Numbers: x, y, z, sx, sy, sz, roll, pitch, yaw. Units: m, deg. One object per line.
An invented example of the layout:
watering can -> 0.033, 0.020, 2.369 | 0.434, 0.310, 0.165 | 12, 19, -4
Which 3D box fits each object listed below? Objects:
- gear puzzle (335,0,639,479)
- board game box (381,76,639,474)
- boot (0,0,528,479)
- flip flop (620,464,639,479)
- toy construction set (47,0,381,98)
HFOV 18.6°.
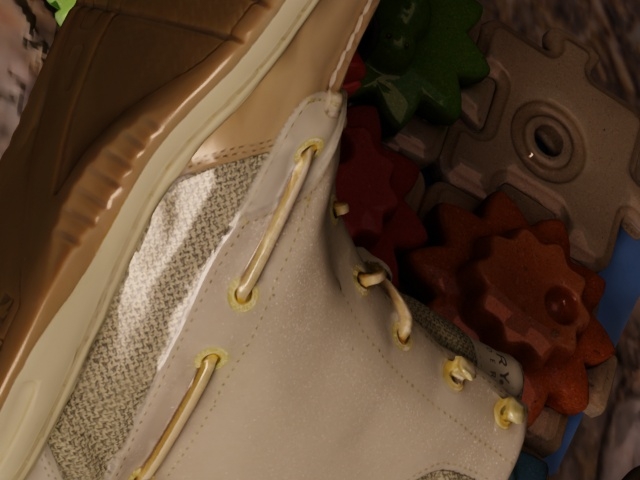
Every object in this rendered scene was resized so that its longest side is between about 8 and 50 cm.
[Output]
gear puzzle -> 0.052, -0.033, 0.690 | 0.175, 0.044, 0.339 | 31, 56, -15
board game box -> 0.048, 0.008, 0.719 | 0.133, 0.033, 0.169 | 38, 54, -10
boot -> 0.000, 0.000, 0.523 | 0.165, 0.077, 0.213 | 28, 96, -37
flip flop -> 0.208, 0.151, 0.804 | 0.277, 0.080, 0.112 | 19, 63, -42
toy construction set -> 0.008, -0.143, 0.555 | 0.215, 0.327, 0.151 | 38, 40, -69
